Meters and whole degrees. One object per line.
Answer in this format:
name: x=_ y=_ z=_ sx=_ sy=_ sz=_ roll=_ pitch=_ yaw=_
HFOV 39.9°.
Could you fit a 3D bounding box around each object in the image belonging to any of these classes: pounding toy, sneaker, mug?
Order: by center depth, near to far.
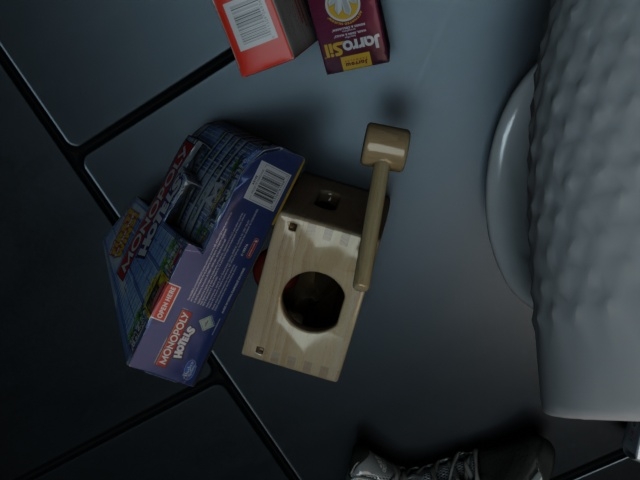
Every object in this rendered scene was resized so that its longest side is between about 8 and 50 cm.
mug: x=0.241 y=-0.056 z=0.577 sx=0.276 sy=0.374 sz=0.328 roll=3 pitch=80 yaw=-28
pounding toy: x=0.000 y=-0.002 z=0.700 sx=0.094 sy=0.181 sz=0.206 roll=16 pitch=110 yaw=3
sneaker: x=0.095 y=0.225 z=0.816 sx=0.229 sy=0.086 sz=0.132 roll=-42 pitch=96 yaw=19

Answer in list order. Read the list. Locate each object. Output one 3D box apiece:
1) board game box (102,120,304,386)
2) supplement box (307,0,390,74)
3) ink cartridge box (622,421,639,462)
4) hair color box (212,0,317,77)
board game box: x=-0.114 y=-0.010 z=0.725 sx=0.060 sy=0.194 sz=0.194 roll=25 pitch=93 yaw=-30
supplement box: x=0.021 y=-0.182 z=0.701 sx=0.055 sy=0.043 sz=0.083 roll=-11 pitch=121 yaw=11
ink cartridge box: x=0.388 y=0.103 z=0.762 sx=0.189 sy=0.066 sz=0.232 roll=16 pitch=89 yaw=3
hair color box: x=-0.040 y=-0.173 z=0.670 sx=0.043 sy=0.141 sz=0.072 roll=-17 pitch=105 yaw=14
